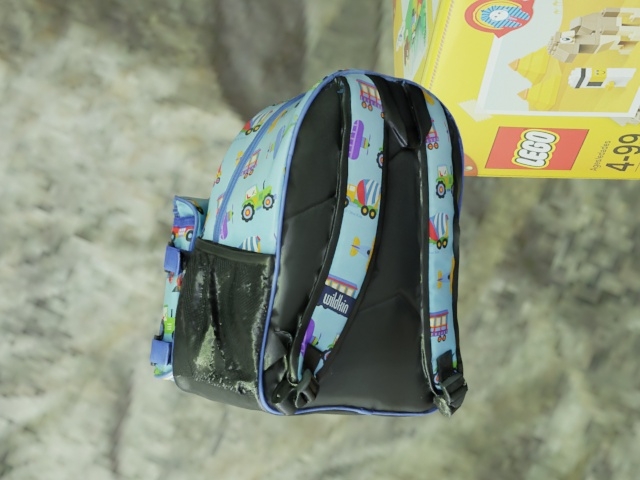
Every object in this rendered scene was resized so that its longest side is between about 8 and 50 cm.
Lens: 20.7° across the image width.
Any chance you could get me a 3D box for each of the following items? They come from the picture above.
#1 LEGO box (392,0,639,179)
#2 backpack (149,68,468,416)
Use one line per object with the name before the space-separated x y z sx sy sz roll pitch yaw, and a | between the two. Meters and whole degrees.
LEGO box | 0.259 -0.235 1.136 0.500 0.372 0.193 99 171 -64
backpack | 0.000 0.000 0.900 0.158 0.117 0.173 6 -90 -47
